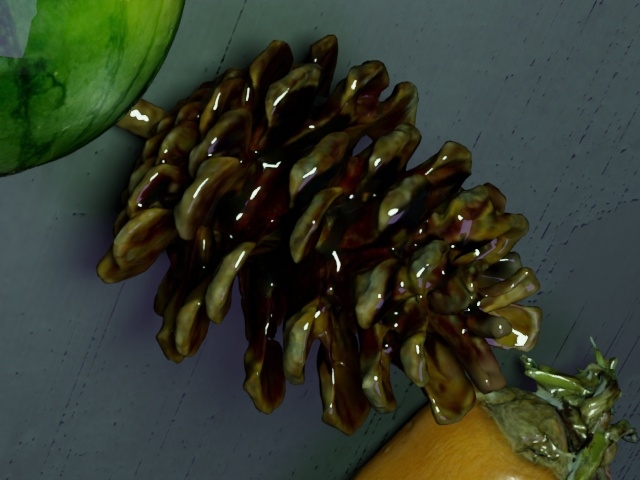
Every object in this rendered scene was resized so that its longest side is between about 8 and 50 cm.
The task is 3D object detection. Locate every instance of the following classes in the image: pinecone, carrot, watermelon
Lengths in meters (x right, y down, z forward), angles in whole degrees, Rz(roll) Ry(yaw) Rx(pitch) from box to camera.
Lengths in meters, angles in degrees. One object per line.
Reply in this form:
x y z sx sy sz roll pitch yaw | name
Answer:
0.000 0.000 1.225 0.244 0.309 0.244 -46 162 -20 | pinecone
0.134 0.229 1.574 0.331 0.214 0.193 -49 165 9 | carrot
-0.183 -0.150 0.964 0.242 0.242 0.242 -20 137 -20 | watermelon
